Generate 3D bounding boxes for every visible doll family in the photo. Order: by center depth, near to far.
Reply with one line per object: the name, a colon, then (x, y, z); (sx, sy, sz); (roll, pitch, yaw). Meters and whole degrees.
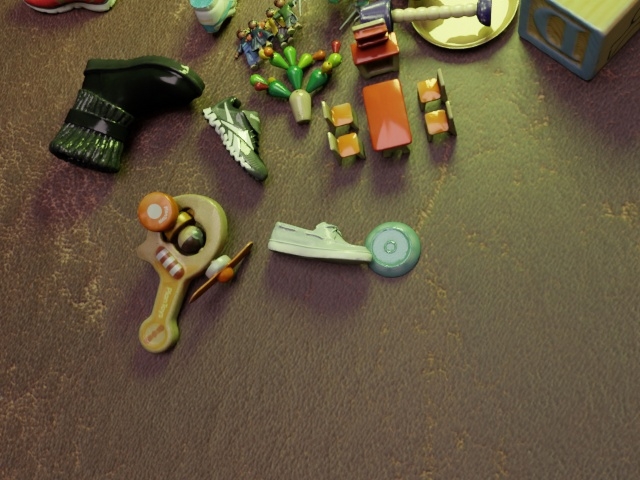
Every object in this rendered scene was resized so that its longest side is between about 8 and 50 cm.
doll family: (-0.128, -0.487, 1.498); (0.193, 0.076, 0.111); (-31, 75, 8)

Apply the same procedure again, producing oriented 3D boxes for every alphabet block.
alphabet block: (0.529, -0.473, 1.261); (0.197, 0.192, 0.193); (-46, 72, -1)

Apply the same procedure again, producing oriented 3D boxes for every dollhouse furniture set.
dollhouse furniture set: (0.130, -0.311, 1.350); (0.262, 0.135, 0.259); (-13, 73, 11)

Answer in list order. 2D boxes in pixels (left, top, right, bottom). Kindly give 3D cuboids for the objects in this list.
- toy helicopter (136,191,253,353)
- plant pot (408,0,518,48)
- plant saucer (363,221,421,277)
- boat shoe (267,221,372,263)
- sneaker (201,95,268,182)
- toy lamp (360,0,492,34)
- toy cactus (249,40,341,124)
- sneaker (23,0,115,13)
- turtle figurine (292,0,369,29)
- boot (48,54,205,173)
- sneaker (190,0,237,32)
toy helicopter: (-0.293, 0.077, 1.385); (0.235, 0.140, 0.355); (17, 91, 9)
plant pot: (0.313, -0.520, 1.413); (0.236, 0.032, 0.236); (-4, 74, 13)
plant saucer: (0.146, 0.016, 1.321); (0.119, 0.021, 0.119); (-4, 75, 13)
boat shoe: (0.000, 0.000, 1.333); (0.228, 0.079, 0.081); (8, 82, 20)
sneaker: (-0.170, -0.237, 1.440); (0.106, 0.078, 0.234); (-38, 68, 5)
toy lamp: (0.223, -0.481, 1.370); (0.275, 0.080, 0.080); (2, 76, 13)
toy cactus: (-0.050, -0.354, 1.437); (0.219, 0.112, 0.180); (-11, 83, 3)
sneaker: (-0.664, -0.664, 1.659); (0.279, 0.118, 0.107); (3, 76, 15)
turtle figurine: (0.041, -0.583, 1.443); (0.175, 0.118, 0.234); (21, 62, -12)
boot: (-0.447, -0.282, 1.493); (0.348, 0.131, 0.260); (6, 70, 27)
sneaker: (-0.236, -0.602, 1.553); (0.087, 0.092, 0.228); (17, 61, 20)
